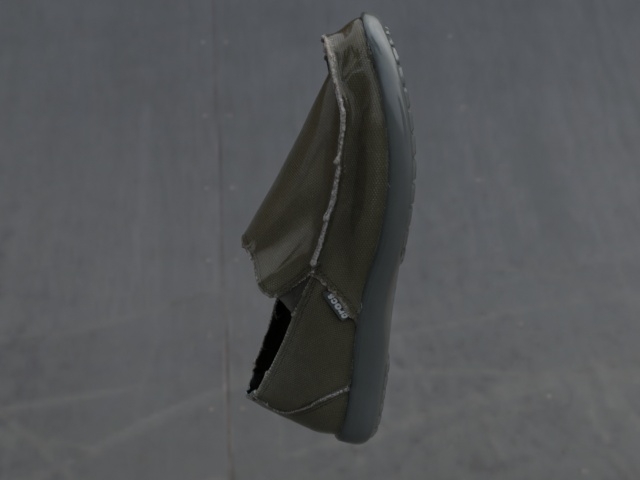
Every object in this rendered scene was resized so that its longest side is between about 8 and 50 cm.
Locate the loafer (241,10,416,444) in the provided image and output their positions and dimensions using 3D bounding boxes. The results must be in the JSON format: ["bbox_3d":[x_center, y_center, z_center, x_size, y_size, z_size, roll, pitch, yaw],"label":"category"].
[{"bbox_3d":[0.000,0.000,0.674,0.087,0.251,0.094,4,21,-3],"label":"loafer"}]
